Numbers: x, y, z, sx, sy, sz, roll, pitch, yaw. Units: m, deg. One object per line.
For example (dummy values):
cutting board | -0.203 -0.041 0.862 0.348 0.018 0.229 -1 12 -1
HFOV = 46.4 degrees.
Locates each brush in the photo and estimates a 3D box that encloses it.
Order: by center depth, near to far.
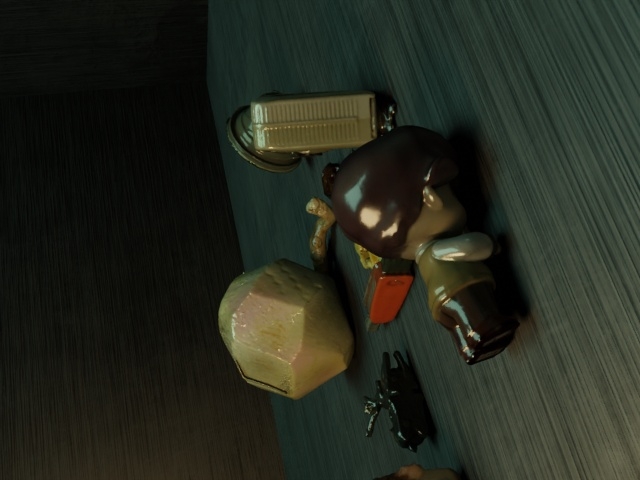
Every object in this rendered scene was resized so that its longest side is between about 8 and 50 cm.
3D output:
brush | 0.127 0.109 1.460 0.323 0.070 0.051 100 160 -59

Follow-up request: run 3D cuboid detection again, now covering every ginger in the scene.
ginger | 0.000 0.000 1.904 0.288 0.075 0.089 92 -173 -51

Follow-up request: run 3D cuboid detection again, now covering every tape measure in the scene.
tape measure | 0.005 -0.230 1.470 0.231 0.271 0.133 -90 -7 -78

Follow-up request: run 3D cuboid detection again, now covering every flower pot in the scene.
flower pot | -0.126 -0.309 2.026 0.140 0.235 0.235 -52 42 39

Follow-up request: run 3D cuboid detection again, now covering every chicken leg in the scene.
chicken leg | 0.049 -0.140 1.680 0.253 0.051 0.105 164 103 -73

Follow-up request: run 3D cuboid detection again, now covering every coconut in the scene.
coconut | -0.071 0.227 1.881 0.352 0.353 0.352 172 90 -76

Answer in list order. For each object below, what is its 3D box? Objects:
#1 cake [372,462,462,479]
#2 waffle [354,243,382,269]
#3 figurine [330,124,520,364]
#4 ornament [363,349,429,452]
cake | 0.132 0.555 1.209 0.282 0.290 0.255 -116 22 -50
waffle | 0.104 -0.051 1.491 0.261 0.056 0.250 110 149 -67
figurine | 0.172 -0.017 1.080 0.365 0.206 0.218 48 175 24
ornament | 0.147 0.361 1.498 0.236 0.080 0.202 104 158 -51
